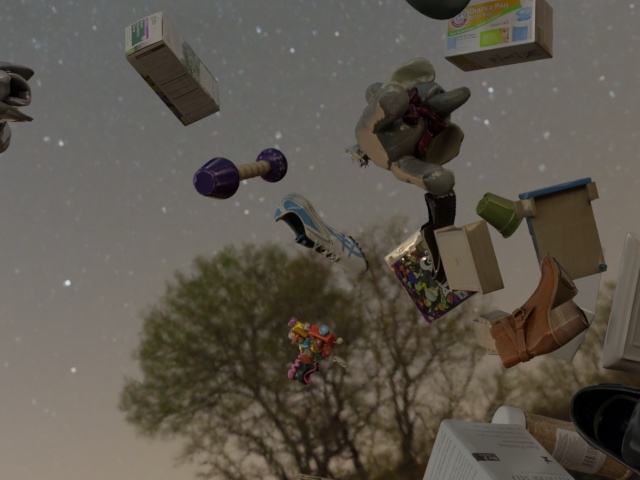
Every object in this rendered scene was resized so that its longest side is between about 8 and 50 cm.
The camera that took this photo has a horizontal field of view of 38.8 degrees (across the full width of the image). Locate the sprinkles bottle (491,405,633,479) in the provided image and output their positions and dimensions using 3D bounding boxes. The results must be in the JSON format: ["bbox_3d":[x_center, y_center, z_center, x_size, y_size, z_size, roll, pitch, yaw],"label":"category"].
[{"bbox_3d":[0.609,0.511,2.281,0.355,0.121,0.121,14,-28,-8],"label":"sprinkles bottle"}]

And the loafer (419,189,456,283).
[{"bbox_3d":[0.258,-0.012,2.045,0.078,0.220,0.080,1,0,-7],"label":"loafer"}]

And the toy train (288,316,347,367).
[{"bbox_3d":[-0.008,0.207,1.750,0.046,0.125,0.166,-55,-28,-21],"label":"toy train"}]

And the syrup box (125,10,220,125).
[{"bbox_3d":[-0.312,-0.361,1.926,0.096,0.093,0.237,-22,-38,16],"label":"syrup box"}]

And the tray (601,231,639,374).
[{"bbox_3d":[0.628,0.127,1.785,0.145,0.271,0.030,14,-3,-38],"label":"tray"}]

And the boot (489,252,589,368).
[{"bbox_3d":[0.348,0.114,1.501,0.152,0.197,0.073,-34,-65,22],"label":"boot"}]

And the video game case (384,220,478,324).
[{"bbox_3d":[0.300,0.090,2.481,0.041,0.232,0.210,-26,-11,-39],"label":"video game case"}]

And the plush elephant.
[{"bbox_3d":[0.220,-0.268,2.022,0.255,0.272,0.330,-40,14,-18],"label":"plush elephant"}]

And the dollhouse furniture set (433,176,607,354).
[{"bbox_3d":[0.426,0.046,1.831,0.303,0.287,0.198,-16,1,-9],"label":"dollhouse furniture set"}]

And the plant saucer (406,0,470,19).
[{"bbox_3d":[0.219,-0.587,1.748,0.317,0.318,0.043,-5,-3,-45],"label":"plant saucer"}]

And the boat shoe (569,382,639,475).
[{"bbox_3d":[0.653,0.381,1.712,0.156,0.187,0.500,27,-4,-21],"label":"boat shoe"}]

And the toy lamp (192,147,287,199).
[{"bbox_3d":[-0.149,-0.124,1.696,0.080,0.080,0.274,-34,-5,26],"label":"toy lamp"}]

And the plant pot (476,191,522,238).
[{"bbox_3d":[0.363,-0.059,1.854,0.083,0.079,0.083,-59,9,15],"label":"plant pot"}]

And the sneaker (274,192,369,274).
[{"bbox_3d":[0.000,0.000,1.918,0.086,0.237,0.085,-53,8,-27],"label":"sneaker"}]

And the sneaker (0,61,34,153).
[{"bbox_3d":[-0.709,-0.281,1.985,0.210,0.138,0.366,-4,-14,5],"label":"sneaker"}]

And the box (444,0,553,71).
[{"bbox_3d":[0.369,-0.432,1.890,0.203,0.114,0.103,-4,-11,34],"label":"box"}]

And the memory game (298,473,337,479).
[{"bbox_3d":[0.052,0.430,1.590,0.186,0.012,0.186,10,-14,2],"label":"memory game"}]

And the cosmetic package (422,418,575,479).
[{"bbox_3d":[0.262,0.380,1.354,0.151,0.184,0.152,8,-73,-23],"label":"cosmetic package"}]

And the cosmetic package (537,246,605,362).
[{"bbox_3d":[0.721,0.160,2.666,0.365,0.155,0.197,-54,-17,-54],"label":"cosmetic package"}]

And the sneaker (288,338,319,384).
[{"bbox_3d":[-0.019,0.252,1.920,0.047,0.057,0.119,14,-76,-59],"label":"sneaker"}]
